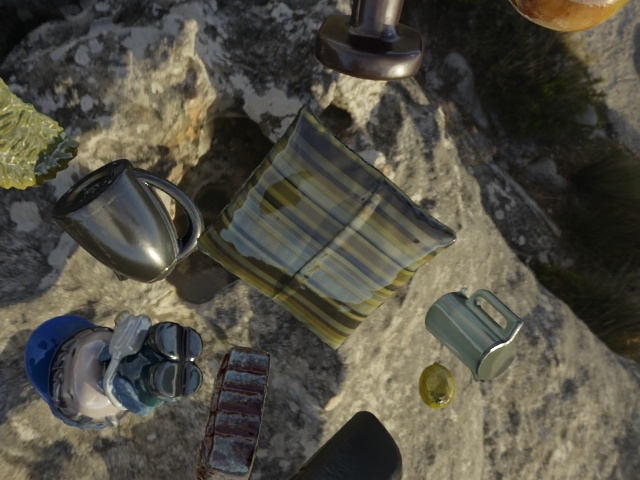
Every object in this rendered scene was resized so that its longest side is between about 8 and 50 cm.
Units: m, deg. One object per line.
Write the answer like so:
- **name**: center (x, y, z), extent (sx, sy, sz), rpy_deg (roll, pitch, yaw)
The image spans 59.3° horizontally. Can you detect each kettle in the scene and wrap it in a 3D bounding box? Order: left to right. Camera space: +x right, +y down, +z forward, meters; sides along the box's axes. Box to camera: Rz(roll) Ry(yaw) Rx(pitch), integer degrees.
- **kettle**: center (-0.425, -0.035, 1.327), extent (0.268, 0.207, 0.290), rpy_deg (-32, 120, 3)
- **kettle**: center (0.280, 0.163, 1.015), extent (0.127, 0.148, 0.098), rpy_deg (-41, 131, -2)

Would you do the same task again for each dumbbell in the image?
- **dumbbell**: center (0.069, -0.295, 0.599), extent (0.124, 0.225, 0.140), rpy_deg (11, 37, 3)

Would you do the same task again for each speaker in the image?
- **speaker**: center (0.044, 0.430, 0.840), extent (0.184, 0.388, 0.180), rpy_deg (21, 105, 22)

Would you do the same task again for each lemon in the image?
- **lemon**: center (0.264, 0.328, 1.280), extent (0.082, 0.082, 0.111), rpy_deg (24, 44, -14)

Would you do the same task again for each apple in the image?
- **apple**: center (0.401, -0.468, 0.883), extent (0.261, 0.194, 0.261), rpy_deg (-1, 103, -3)

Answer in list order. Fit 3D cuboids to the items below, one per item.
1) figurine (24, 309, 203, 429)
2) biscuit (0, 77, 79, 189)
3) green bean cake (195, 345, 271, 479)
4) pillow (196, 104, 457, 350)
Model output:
- **figurine**: center (-0.144, 0.089, 0.402), extent (0.087, 0.149, 0.086), rpy_deg (13, 65, -53)
- **biscuit**: center (-0.616, -0.196, 1.126), extent (0.036, 0.273, 0.187), rpy_deg (21, 75, 29)
- **green bean cake**: center (-0.159, 0.322, 1.020), extent (0.097, 0.198, 0.233), rpy_deg (12, 56, -7)
- **pillow**: center (0.000, 0.000, 0.603), extent (0.208, 0.052, 0.212), rpy_deg (39, 117, -8)
